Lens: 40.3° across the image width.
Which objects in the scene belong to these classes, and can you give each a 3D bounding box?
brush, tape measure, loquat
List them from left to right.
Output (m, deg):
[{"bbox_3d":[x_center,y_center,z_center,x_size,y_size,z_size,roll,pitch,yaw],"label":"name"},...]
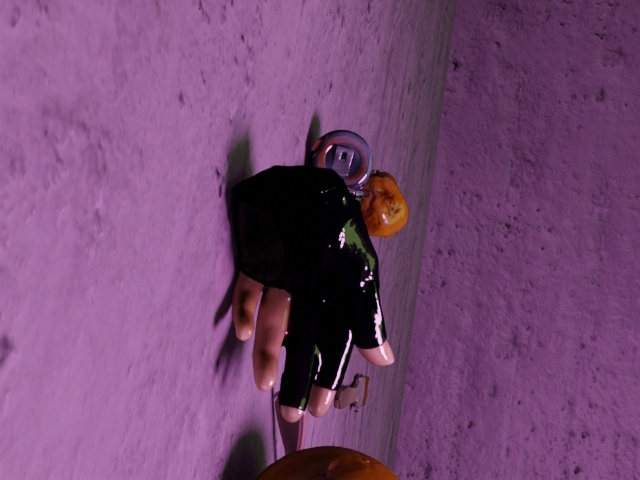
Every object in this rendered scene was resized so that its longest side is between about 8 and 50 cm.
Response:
[{"bbox_3d":[-0.046,0.360,1.318,0.067,0.072,0.313,-44,140,-50],"label":"brush"},{"bbox_3d":[0.004,0.395,1.122,0.263,0.263,0.263,7,90,-78],"label":"loquat"},{"bbox_3d":[0.022,-0.114,1.267,0.180,0.104,0.107,4,96,-78],"label":"tape measure"},{"bbox_3d":[0.070,0.342,1.941,0.336,0.020,0.085,32,65,-76],"label":"brush"},{"bbox_3d":[0.115,-0.073,1.719,0.137,0.113,0.137,33,51,-55],"label":"loquat"}]

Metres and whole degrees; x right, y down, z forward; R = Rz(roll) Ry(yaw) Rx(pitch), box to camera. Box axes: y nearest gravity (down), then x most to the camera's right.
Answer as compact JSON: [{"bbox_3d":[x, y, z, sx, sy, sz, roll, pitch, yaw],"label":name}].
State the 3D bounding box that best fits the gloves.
[{"bbox_3d":[-0.009,0.065,1.014,0.152,0.197,0.301,-9,104,-67],"label":"gloves"}]
